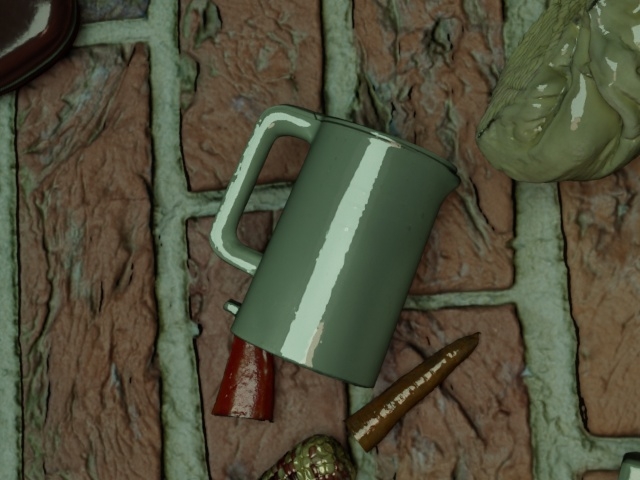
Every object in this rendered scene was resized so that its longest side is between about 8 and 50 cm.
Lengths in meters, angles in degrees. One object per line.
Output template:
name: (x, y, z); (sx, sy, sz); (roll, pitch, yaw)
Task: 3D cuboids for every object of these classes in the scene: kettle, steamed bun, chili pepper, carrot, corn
kettle: (0.011, 0.004, 1.595); (0.265, 0.205, 0.318); (23, 91, 38)
steamed bun: (0.355, -0.205, 1.499); (0.206, 0.275, 0.320); (35, 125, -12)
chili pepper: (-0.102, 0.166, 1.677); (0.088, 0.065, 0.169); (5, 80, 0)
carrot: (0.130, 0.197, 1.615); (0.224, 0.057, 0.057); (-40, 76, 5)
corn: (-0.075, 0.375, 1.630); (0.290, 0.098, 0.098); (-41, 76, 10)

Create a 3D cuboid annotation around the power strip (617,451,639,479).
power strip: (0.417, 0.387, 1.472); (0.139, 0.140, 0.224); (13, 89, 15)

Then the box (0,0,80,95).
box: (-0.526, -0.417, 1.820); (0.263, 0.108, 0.404); (-31, 78, 11)
